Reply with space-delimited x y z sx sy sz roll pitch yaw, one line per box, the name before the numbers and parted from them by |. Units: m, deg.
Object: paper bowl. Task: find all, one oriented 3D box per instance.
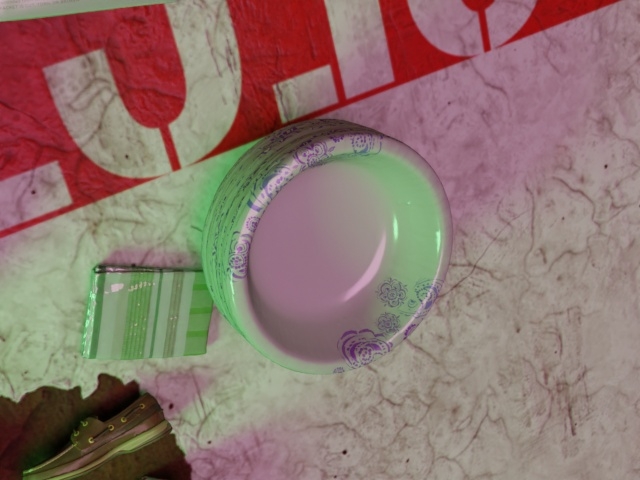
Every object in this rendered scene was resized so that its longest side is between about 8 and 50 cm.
paper bowl | 0.000 0.000 1.161 0.284 0.148 0.284 -9 110 -25

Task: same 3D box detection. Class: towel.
towel | -0.198 0.084 1.165 0.152 0.023 0.113 2 108 -30

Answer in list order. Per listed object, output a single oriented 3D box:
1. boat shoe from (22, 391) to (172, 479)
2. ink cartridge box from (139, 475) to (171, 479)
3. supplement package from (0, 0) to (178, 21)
boat shoe | -0.263 0.233 1.162 0.178 0.064 0.060 -23 86 -20
ink cartridge box | -0.185 0.421 1.204 0.158 0.092 0.218 -51 133 -48
supplement package | -0.247 -0.358 0.892 0.175 0.177 0.293 -13 113 -24
